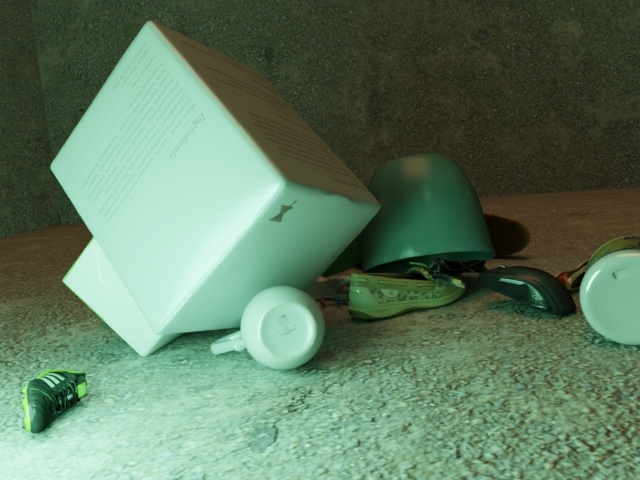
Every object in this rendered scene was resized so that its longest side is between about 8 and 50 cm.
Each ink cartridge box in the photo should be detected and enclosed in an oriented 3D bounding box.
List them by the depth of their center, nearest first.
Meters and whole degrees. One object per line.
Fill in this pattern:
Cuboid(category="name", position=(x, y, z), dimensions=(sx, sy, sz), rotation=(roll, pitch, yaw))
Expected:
Cuboid(category="ink cartridge box", position=(-0.292, 0.067, 1.230), dimensions=(0.207, 0.119, 0.353), rotation=(41, 18, 6))

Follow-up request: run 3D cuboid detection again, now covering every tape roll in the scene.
Cuboid(category="tape roll", position=(0.025, 0.012, 1.630), dimensions=(0.321, 0.077, 0.321), rotation=(-21, 11, 4))

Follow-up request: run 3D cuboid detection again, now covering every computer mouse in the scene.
Cuboid(category="computer mouse", position=(0.331, 0.069, 1.169), dimensions=(0.184, 0.060, 0.262), rotation=(0, 17, -36))

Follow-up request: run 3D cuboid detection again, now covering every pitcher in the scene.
Cuboid(category="pitcher", position=(-0.087, 0.144, 0.984), dimensions=(0.178, 0.125, 0.207), rotation=(-26, 1, -11))

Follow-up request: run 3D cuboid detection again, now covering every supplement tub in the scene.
Cuboid(category="supplement tub", position=(0.492, 0.070, 0.993), dimensions=(0.144, 0.144, 0.200), rotation=(-1, 10, 27))

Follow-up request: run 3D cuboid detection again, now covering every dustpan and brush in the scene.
Cuboid(category="dustpan and brush", position=(0.012, 0.096, 1.390), dimensions=(0.147, 0.060, 0.211), rotation=(-9, 9, -29))

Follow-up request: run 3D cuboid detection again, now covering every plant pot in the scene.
Cuboid(category="plant pot", position=(0.224, -0.057, 1.420), dimensions=(0.293, 0.235, 0.293), rotation=(-7, -12, -1))

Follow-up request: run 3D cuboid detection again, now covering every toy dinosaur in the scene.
Cuboid(category="toy dinosaur", position=(0.043, 0.126, 1.323), dimensions=(0.082, 0.047, 0.090), rotation=(-11, -28, 22))

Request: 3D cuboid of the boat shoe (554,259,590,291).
Cuboid(category="boat shoe", position=(0.537, 0.074, 1.284), dimensions=(0.137, 0.049, 0.043), rotation=(-12, 14, -27))

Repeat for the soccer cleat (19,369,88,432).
Cuboid(category="soccer cleat", position=(-0.357, 0.208, 0.850), dimensions=(0.072, 0.060, 0.179), rotation=(-5, 5, -13))

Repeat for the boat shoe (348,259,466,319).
Cuboid(category="boat shoe", position=(0.179, 0.088, 1.249), dimensions=(0.285, 0.089, 0.104), rotation=(-10, 9, -36))

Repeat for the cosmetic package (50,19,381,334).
Cuboid(category="cosmetic package", position=(-0.180, -0.095, 1.099), dimensions=(0.327, 0.393, 0.329), rotation=(-48, -25, 18))

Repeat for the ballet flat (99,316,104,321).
Cuboid(category="ballet flat", position=(-0.428, 0.141, 1.404), dimensions=(0.084, 0.058, 0.250), rotation=(16, 13, -3))

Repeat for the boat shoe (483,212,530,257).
Cuboid(category="boat shoe", position=(0.438, -0.020, 1.761), dimensions=(0.123, 0.123, 0.342), rotation=(-14, 6, -42))
